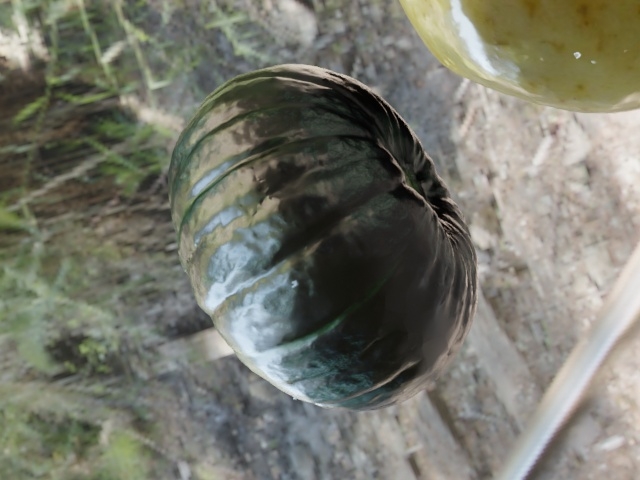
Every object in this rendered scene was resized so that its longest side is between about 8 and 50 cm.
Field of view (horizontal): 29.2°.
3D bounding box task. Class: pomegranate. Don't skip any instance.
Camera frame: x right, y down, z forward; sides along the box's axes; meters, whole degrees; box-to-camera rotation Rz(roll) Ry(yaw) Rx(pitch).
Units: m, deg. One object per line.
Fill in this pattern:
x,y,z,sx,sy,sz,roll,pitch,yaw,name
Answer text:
0.177,-0.230,0.783,0.307,0.307,0.307,51,151,43,pomegranate

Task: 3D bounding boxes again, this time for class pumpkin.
0.000,0.000,0.661,0.202,0.140,0.202,49,-159,-27,pumpkin
